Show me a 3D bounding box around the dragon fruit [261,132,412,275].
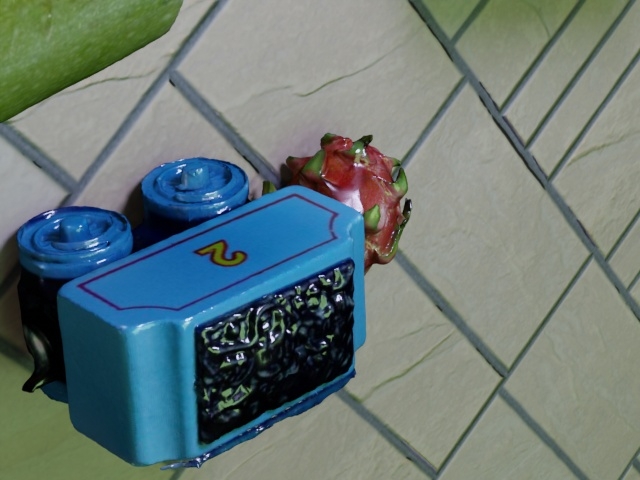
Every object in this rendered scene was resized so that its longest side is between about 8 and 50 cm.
[{"bbox_3d":[0.000,-0.001,1.706,0.236,0.135,0.137,-53,145,-1],"label":"dragon fruit"}]

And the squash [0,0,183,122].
[{"bbox_3d":[-0.322,-0.174,1.156,0.384,0.263,0.263,-33,134,-28],"label":"squash"}]

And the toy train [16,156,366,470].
[{"bbox_3d":[-0.119,0.061,1.509,0.300,0.265,0.188,-26,127,-37],"label":"toy train"}]
